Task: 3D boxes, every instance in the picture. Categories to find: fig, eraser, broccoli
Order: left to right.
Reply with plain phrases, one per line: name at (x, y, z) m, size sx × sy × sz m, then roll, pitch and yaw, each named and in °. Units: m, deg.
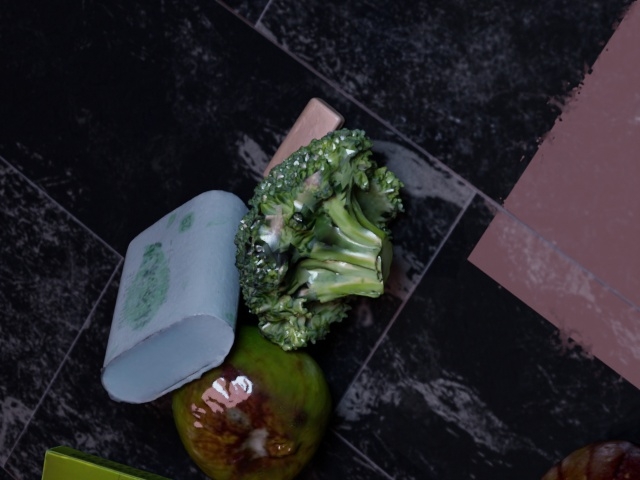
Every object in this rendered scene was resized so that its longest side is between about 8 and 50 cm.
eraser at (-0.162, 0.063, 1.924) m, size 0.174 × 0.227 × 0.081 m, roll -29°, pitch 122°, yaw 23°
fig at (-0.086, 0.183, 1.932) m, size 0.181 × 0.181 × 0.191 m, roll -51°, pitch 50°, yaw 20°
broccoli at (-0.003, 0.001, 1.855) m, size 0.176 × 0.198 × 0.226 m, roll -11°, pitch 73°, yaw 32°
fig at (0.298, 0.300, 1.705) m, size 0.203 × 0.249 × 0.186 m, roll 36°, pitch 98°, yaw 18°

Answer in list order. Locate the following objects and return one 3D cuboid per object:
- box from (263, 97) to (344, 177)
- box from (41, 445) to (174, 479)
box at (-0.019, -0.107, 1.951) m, size 0.048 × 0.025 × 0.115 m, roll 38°, pitch 109°, yaw 13°
box at (-0.211, 0.373, 2.070) m, size 0.311 × 0.043 × 0.173 m, roll 12°, pitch 99°, yaw 25°
